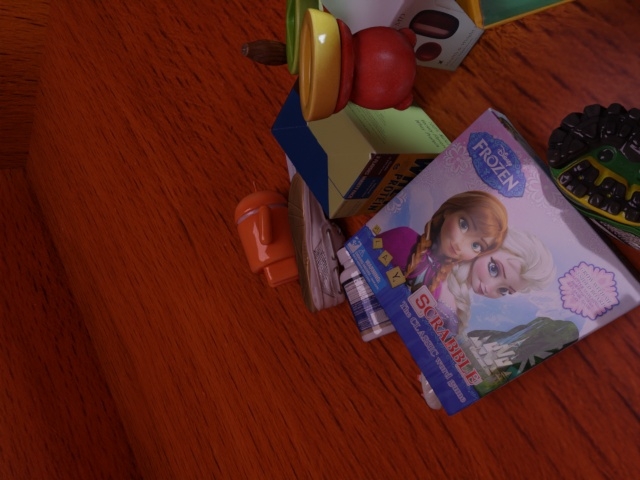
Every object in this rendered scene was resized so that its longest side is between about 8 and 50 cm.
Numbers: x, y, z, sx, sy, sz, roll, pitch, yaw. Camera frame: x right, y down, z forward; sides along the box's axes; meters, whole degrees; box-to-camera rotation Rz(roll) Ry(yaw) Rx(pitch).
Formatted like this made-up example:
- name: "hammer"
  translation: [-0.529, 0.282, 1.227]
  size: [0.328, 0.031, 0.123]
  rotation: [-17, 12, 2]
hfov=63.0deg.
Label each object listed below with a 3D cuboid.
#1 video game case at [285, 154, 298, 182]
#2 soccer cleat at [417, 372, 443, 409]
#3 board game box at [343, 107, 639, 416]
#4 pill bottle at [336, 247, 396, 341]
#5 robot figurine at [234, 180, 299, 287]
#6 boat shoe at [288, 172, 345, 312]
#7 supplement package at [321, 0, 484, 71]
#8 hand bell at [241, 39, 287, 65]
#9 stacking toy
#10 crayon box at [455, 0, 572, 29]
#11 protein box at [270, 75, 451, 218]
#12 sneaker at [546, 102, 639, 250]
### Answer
- name: "video game case"
  translation: [0.000, -0.152, 1.049]
  size: [0.190, 0.022, 0.173]
  rotation: [-12, 88, 48]
- name: "soccer cleat"
  translation: [0.207, 0.188, 0.851]
  size: [0.076, 0.068, 0.196]
  rotation: [10, 101, 44]
- name: "board game box"
  translation: [0.227, 0.036, 0.757]
  size: [0.318, 0.066, 0.318]
  rotation: [-45, 64, 29]
- name: "pill bottle"
  translation: [0.091, 0.088, 0.938]
  size: [0.094, 0.094, 0.169]
  rotation: [-34, 71, 46]
- name: "robot figurine"
  translation: [-0.108, -0.014, 1.115]
  size: [0.128, 0.158, 0.219]
  rotation: [-29, 75, 29]
- name: "boat shoe"
  translation: [0.000, 0.000, 1.027]
  size: [0.098, 0.096, 0.277]
  rotation: [-149, 50, -68]
- name: "supplement package"
  translation: [0.144, -0.363, 0.716]
  size: [0.149, 0.203, 0.194]
  rotation: [57, 134, 25]
- name: "hand bell"
  translation: [-0.030, -0.313, 0.888]
  size: [0.126, 0.242, 0.126]
  rotation: [11, 105, 47]
- name: "stacking toy"
  translation: [0.037, -0.316, 0.626]
  size: [0.279, 0.130, 0.309]
  rotation: [-110, 21, -62]
- name: "crayon box"
  translation: [0.269, -0.299, 0.402]
  size: [0.363, 0.313, 0.106]
  rotation: [-14, 120, 14]
- name: "protein box"
  translation: [0.069, -0.158, 0.837]
  size: [0.200, 0.201, 0.136]
  rotation: [57, 133, 24]
- name: "sneaker"
  translation: [0.406, -0.023, 0.559]
  size: [0.343, 0.146, 0.134]
  rotation: [42, 102, 19]
